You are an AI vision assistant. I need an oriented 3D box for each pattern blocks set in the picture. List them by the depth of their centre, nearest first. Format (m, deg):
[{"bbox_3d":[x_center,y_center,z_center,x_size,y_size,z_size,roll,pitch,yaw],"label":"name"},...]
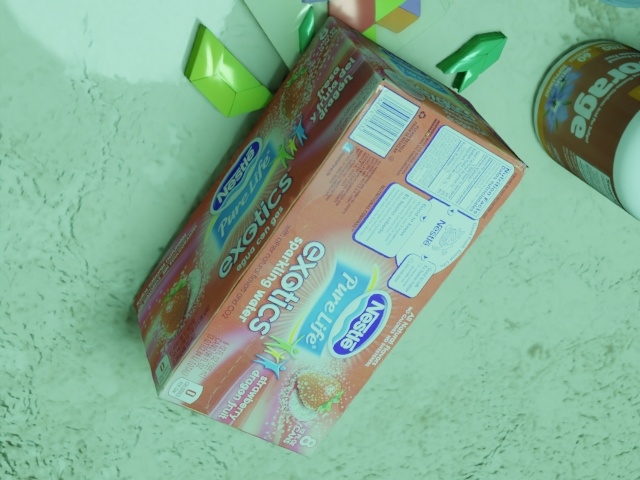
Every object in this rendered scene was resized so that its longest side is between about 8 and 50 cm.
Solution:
[{"bbox_3d":[0.012,-0.210,1.031,0.325,0.026,0.285,37,97,-29],"label":"pattern blocks set"}]

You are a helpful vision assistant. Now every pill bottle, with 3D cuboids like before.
[{"bbox_3d":[0.274,-0.081,1.073,0.121,0.216,0.121,-8,115,-17],"label":"pill bottle"}]

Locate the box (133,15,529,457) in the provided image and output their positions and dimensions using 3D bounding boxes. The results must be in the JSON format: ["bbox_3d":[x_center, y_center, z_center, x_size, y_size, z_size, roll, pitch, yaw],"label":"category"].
[{"bbox_3d":[0.000,0.000,1.035,0.154,0.142,0.300,27,108,-28],"label":"box"}]

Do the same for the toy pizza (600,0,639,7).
[{"bbox_3d":[0.282,-0.286,1.079,0.201,0.032,0.201,-16,132,-19],"label":"toy pizza"}]
